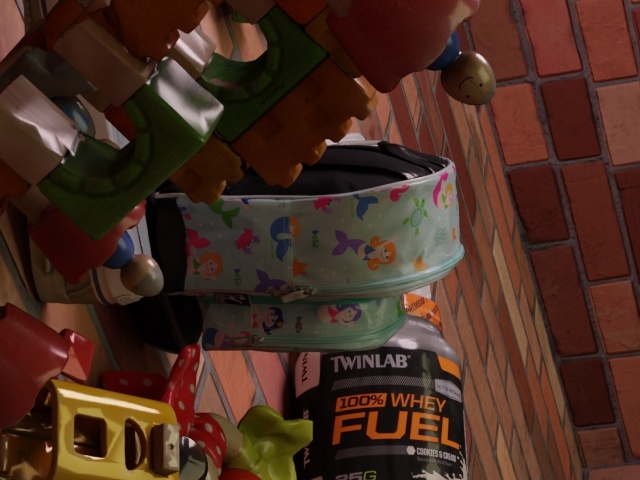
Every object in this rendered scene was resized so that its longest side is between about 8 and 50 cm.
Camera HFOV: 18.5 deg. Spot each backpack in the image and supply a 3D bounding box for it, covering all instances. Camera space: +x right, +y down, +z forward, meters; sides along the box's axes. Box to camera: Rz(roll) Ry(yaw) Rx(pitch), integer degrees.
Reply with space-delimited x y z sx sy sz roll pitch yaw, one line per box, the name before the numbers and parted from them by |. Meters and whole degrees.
backpack | 0.000 0.000 1.734 0.225 0.253 0.191 -35 116 -73

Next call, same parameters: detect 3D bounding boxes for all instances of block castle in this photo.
block castle | -0.082 -0.089 1.296 0.213 0.453 0.303 43 26 -13

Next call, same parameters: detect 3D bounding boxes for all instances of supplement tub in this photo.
supplement tub | 0.066 0.227 2.172 0.193 0.193 0.316 51 33 -62

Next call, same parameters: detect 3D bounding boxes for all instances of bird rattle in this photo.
bird rattle | -0.079 0.202 1.688 0.253 0.143 0.207 58 11 -64

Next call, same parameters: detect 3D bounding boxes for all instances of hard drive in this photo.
hard drive | -0.138 -0.025 1.832 0.255 0.054 0.172 -75 152 -54

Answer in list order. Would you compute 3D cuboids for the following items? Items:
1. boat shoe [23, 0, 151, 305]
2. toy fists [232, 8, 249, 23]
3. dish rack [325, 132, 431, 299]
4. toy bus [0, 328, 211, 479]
boat shoe | -0.204 -0.092 1.548 0.109 0.094 0.302 -46 127 -83
toy fists | -0.059 -0.335 2.231 0.279 0.096 0.142 -52 142 -72
dish rack | 0.071 -0.003 2.559 0.333 0.072 0.285 -12 94 -74
toy bus | -0.149 0.166 1.477 0.191 0.104 0.202 55 43 -12
